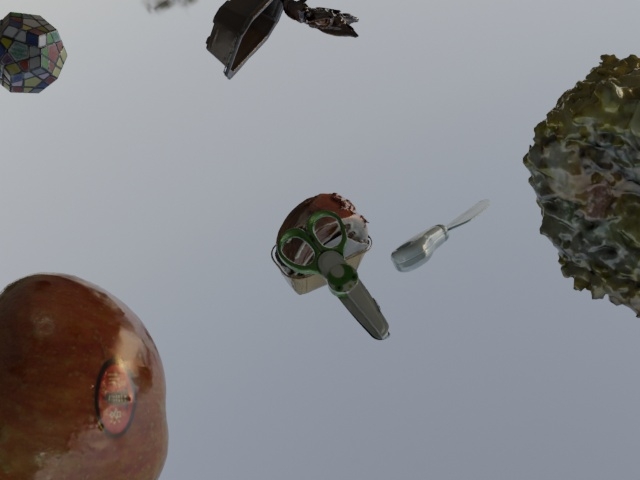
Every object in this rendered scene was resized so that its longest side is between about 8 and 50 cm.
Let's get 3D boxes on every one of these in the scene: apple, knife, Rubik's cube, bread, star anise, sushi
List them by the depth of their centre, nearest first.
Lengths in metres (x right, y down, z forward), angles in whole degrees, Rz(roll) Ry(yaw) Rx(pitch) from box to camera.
[{"bbox_3d":[-0.302,0.200,1.188,0.277,0.250,0.309,-172,-83,-74],"label":"apple"},{"bbox_3d":[-0.396,-0.250,1.331,0.111,0.111,0.093,-91,-157,-55],"label":"Rubik's cube"},{"bbox_3d":[0.497,-0.082,1.424,0.396,0.351,0.240,26,-135,33],"label":"sushi"},{"bbox_3d":[0.238,-0.026,1.790,0.080,0.044,0.331,-22,-173,45],"label":"knife"},{"bbox_3d":[0.009,-0.440,1.980,0.212,0.157,0.053,-134,-119,-67],"label":"star anise"},{"bbox_3d":[0.000,0.000,2.183,0.224,0.212,0.142,-22,-132,-22],"label":"bread"}]

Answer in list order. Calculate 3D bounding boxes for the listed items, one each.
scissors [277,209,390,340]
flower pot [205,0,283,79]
[{"bbox_3d":[0.028,0.053,1.347,0.101,0.027,0.204,-33,-112,-8],"label":"scissors"},{"bbox_3d":[-0.161,-0.470,2.120,0.251,0.084,0.179,-56,177,-42],"label":"flower pot"}]
